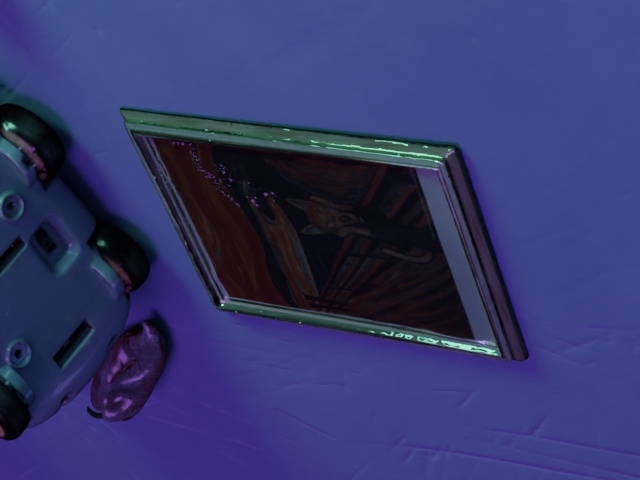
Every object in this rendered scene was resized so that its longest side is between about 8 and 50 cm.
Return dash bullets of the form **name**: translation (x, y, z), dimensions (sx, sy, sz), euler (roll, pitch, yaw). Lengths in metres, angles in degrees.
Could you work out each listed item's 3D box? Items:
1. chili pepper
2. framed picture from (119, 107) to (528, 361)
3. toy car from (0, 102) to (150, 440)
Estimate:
- **chili pepper**: translation (-0.162, 0.111, 1.497), dimensions (0.050, 0.041, 0.153), euler (17, 133, -16)
- **framed picture**: translation (0.000, 0.000, 1.248), dimensions (0.273, 0.016, 0.216), euler (8, 140, 31)
- **toy car**: translation (-0.285, 0.015, 1.359), dimensions (0.212, 0.180, 0.270), euler (9, 142, 45)
